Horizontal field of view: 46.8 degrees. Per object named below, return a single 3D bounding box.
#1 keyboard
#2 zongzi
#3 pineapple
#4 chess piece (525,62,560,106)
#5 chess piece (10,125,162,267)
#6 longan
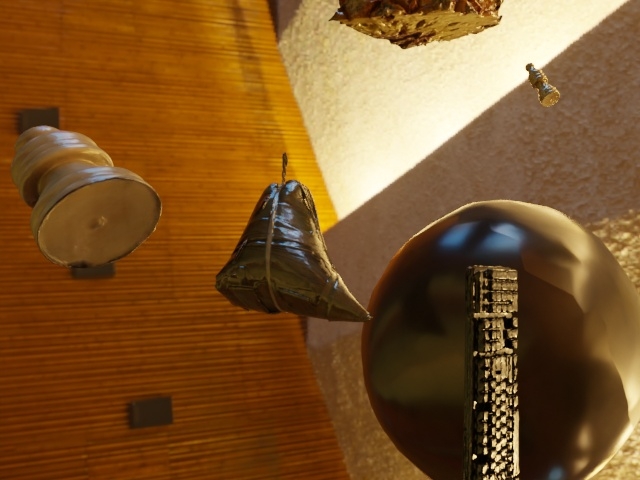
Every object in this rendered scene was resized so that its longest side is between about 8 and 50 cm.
[{"bbox_3d":[0.154,0.137,0.651,0.023,0.072,0.230,-2,-95,47],"label":"keyboard"},{"bbox_3d":[0.000,0.000,0.791,0.188,0.178,0.081,-66,148,-30],"label":"zongzi"},{"bbox_3d":[0.141,-0.328,0.901,0.140,0.250,0.164,2,-90,44],"label":"pineapple"},{"bbox_3d":[0.387,-0.281,1.306,0.035,0.035,0.092,118,-38,-46],"label":"chess piece"},{"bbox_3d":[-0.335,-0.086,0.985,0.138,0.124,0.307,-52,-138,3],"label":"chess piece"},{"bbox_3d":[0.219,0.144,0.904,0.404,0.337,0.404,172,-90,-89],"label":"longan"}]
